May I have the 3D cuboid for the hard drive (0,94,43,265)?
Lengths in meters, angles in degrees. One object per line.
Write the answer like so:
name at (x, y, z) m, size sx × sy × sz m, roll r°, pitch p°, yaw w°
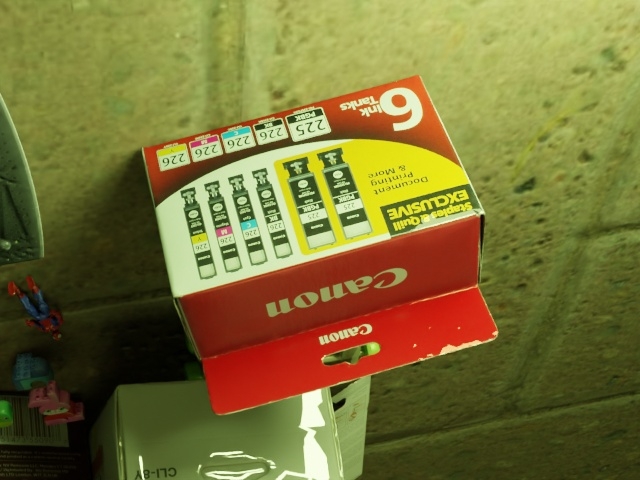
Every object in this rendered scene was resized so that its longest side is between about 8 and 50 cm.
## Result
hard drive at (-0.368, -0.062, 0.997) m, size 0.172 × 0.054 × 0.255 m, roll -10°, pitch 143°, yaw -10°

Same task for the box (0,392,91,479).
box at (-0.417, 0.325, 1.369) m, size 0.168 × 0.167 × 0.203 m, roll 8°, pitch 136°, yaw -30°

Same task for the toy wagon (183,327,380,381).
toy wagon at (-0.044, 0.104, 1.335) m, size 0.267 × 0.068 × 0.344 m, roll -9°, pitch 141°, yaw -13°

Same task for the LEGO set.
LEGO set at (-0.412, 0.177, 1.260) m, size 0.227 × 0.087 × 0.093 m, roll -9°, pitch 140°, yaw -2°

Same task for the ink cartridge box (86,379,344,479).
ink cartridge box at (-0.164, 0.308, 1.379) m, size 0.279 × 0.160 × 0.385 m, roll -1°, pitch 158°, yaw -22°

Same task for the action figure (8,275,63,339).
action figure at (-0.333, 0.086, 1.223) m, size 0.038 × 0.030 × 0.115 m, roll -22°, pitch 145°, yaw -3°

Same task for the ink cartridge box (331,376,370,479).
ink cartridge box at (-0.005, 0.315, 1.584) m, size 0.181 × 0.056 × 0.225 m, roll -28°, pitch 132°, yaw -37°

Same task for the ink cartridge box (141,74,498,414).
ink cartridge box at (0.000, 0.000, 1.052) m, size 0.309 × 0.272 × 0.130 m, roll -16°, pitch 143°, yaw -4°
